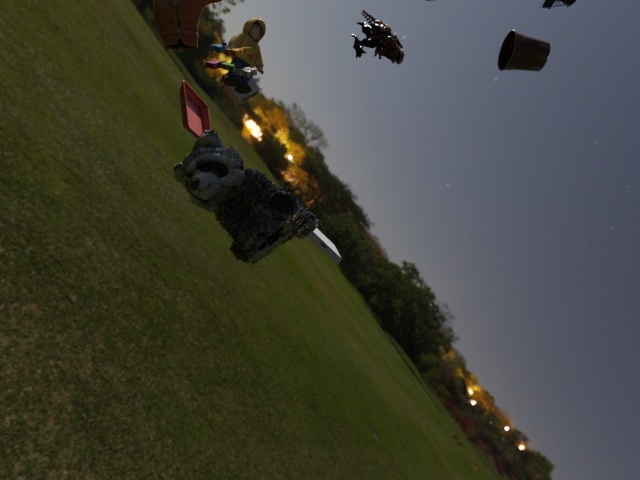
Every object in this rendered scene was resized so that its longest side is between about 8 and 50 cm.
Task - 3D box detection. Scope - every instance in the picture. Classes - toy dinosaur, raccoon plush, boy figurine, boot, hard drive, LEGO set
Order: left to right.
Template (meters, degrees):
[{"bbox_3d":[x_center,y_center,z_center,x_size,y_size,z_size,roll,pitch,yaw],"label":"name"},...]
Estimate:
[{"bbox_3d":[-0.500,-0.869,1.671,0.109,0.283,0.220,-174,-107,-71],"label":"boot"},{"bbox_3d":[-0.289,-0.624,1.461,0.227,0.093,0.087,28,-49,34],"label":"LEGO set"},{"bbox_3d":[-0.199,-0.106,1.149,0.299,0.216,0.446,47,1,9],"label":"raccoon plush"},{"bbox_3d":[-0.272,-0.699,1.612,0.092,0.285,0.177,7,-14,40],"label":"boy figurine"},{"bbox_3d":[0.000,0.000,1.937,0.203,0.040,0.307,44,5,-9],"label":"hard drive"},{"bbox_3d":[0.274,-0.970,2.057,0.322,0.218,0.164,53,-31,34],"label":"toy dinosaur"}]

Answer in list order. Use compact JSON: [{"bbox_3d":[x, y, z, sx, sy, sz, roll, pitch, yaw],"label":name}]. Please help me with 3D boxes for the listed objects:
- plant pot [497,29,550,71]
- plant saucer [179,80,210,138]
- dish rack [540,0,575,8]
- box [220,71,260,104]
[{"bbox_3d":[0.891,-0.815,1.870,0.167,0.165,0.167,-171,-90,-87],"label":"plant pot"},{"bbox_3d":[-0.640,-0.632,2.182,0.259,0.047,0.259,41,38,-73],"label":"plant saucer"},{"bbox_3d":[0.872,-0.916,1.488,0.074,0.271,0.208,51,-35,20],"label":"dish rack"},{"bbox_3d":[-0.384,-0.743,2.045,0.137,0.126,0.072,59,-24,-9],"label":"box"}]
